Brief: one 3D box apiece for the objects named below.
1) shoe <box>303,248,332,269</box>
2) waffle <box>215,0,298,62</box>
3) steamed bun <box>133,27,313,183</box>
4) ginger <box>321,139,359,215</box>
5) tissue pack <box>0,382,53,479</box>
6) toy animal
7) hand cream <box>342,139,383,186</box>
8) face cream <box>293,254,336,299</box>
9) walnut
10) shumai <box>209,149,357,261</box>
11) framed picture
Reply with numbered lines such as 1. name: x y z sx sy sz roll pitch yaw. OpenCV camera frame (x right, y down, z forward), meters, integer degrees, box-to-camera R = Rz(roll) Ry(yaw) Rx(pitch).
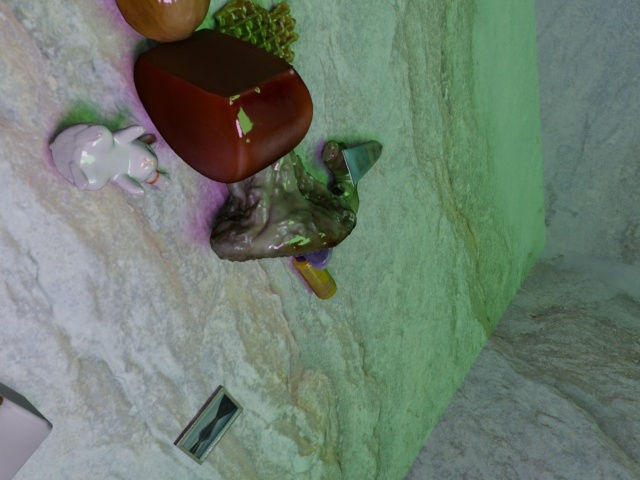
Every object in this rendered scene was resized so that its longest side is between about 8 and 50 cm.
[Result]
1. shoe: 0.000 0.000 1.666 0.137 0.095 0.245 60 20 -49
2. waffle: -0.157 -0.497 1.365 0.253 0.056 0.249 28 82 -51
3. steamed bun: -0.202 -0.268 1.149 0.235 0.379 0.248 -38 142 -30
4. ginger: 0.068 -0.185 1.738 0.137 0.089 0.289 -33 128 -37
5. tissue pack: -0.662 0.394 1.029 0.246 0.159 0.136 -55 141 -21
6. toy animal: -0.397 -0.168 1.139 0.282 0.138 0.140 1 99 -52
7. hand cream: 0.130 -0.257 1.705 0.312 0.070 0.111 -50 125 -64
8. face cream: -0.032 0.084 1.733 0.078 0.078 0.273 -55 138 -21
9. walnut: -0.316 -0.533 1.047 0.203 0.203 0.297 -34 124 -38
10. shumai: -0.112 -0.125 1.396 0.398 0.324 0.323 -18 99 -41
11. framed picture: -0.322 0.542 1.616 0.203 0.015 0.150 -51 138 -25
